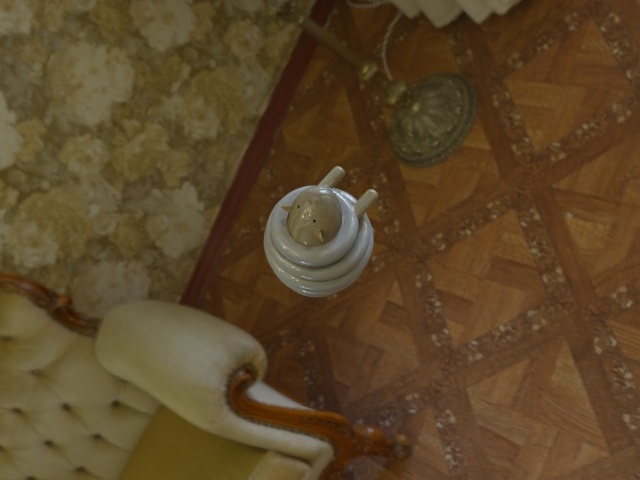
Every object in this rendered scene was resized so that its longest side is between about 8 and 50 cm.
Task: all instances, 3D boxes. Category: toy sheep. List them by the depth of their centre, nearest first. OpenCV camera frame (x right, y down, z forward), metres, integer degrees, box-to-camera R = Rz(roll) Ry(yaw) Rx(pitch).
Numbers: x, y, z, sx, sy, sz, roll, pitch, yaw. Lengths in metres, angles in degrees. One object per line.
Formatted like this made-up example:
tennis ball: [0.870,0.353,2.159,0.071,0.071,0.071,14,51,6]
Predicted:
toy sheep: [0.000,0.000,0.619,0.091,0.132,0.091,-2,61,4]
